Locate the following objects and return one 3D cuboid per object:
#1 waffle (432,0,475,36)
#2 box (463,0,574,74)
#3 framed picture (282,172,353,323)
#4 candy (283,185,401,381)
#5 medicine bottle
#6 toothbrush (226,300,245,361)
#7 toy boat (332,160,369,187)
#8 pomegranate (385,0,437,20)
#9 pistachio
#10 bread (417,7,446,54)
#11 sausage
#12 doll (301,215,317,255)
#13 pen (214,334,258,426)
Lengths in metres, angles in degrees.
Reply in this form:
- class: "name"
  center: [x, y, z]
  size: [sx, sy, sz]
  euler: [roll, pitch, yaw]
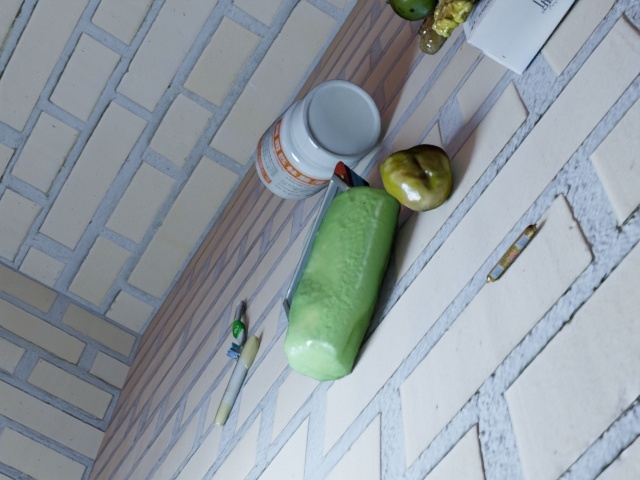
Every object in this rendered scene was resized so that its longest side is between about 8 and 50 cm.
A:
- class: "waffle"
  center: [0.241, -0.421, 1.565]
  size: [0.191, 0.038, 0.191]
  euler: [-59, 11, 18]
- class: "box"
  center: [0.345, -0.430, 1.531]
  size: [0.274, 0.116, 0.203]
  euler: [-56, 13, 25]
- class: "framed picture"
  center: [-0.009, 0.017, 1.847]
  size: [0.213, 0.016, 0.289]
  euler: [-119, 50, -78]
- class: "candy"
  center: [0.044, 0.065, 1.611]
  size: [0.142, 0.132, 0.344]
  euler: [3, 55, 27]
- class: "medicine bottle"
  center: [-0.012, -0.233, 2.286]
  size: [0.211, 0.211, 0.371]
  euler: [-64, 13, -18]
- class: "toothbrush"
  center: [-0.205, 0.226, 2.436]
  size: [0.042, 0.040, 0.418]
  euler: [-59, 8, 10]
- class: "toy boat"
  center: [0.043, -0.028, 1.908]
  size: [0.136, 0.079, 0.392]
  euler: [-54, 15, 37]
- class: "pomegranate"
  center: [0.241, -0.632, 2.378]
  size: [0.169, 0.148, 0.148]
  euler: [-47, 16, 23]
- class: "pistachio"
  center: [0.155, -0.110, 1.586]
  size: [0.189, 0.110, 0.100]
  euler: [-98, 15, -72]
- class: "bread"
  center: [0.254, -0.472, 2.125]
  size: [0.082, 0.060, 0.113]
  euler: [-52, 13, 44]
- class: "sausage"
  center: [0.236, 0.017, 1.184]
  size: [0.100, 0.015, 0.015]
  euler: [-55, 13, 24]
- class: "doll"
  center: [0.000, 0.000, 2.022]
  size: [0.103, 0.071, 0.214]
  euler: [-43, 27, 58]
- class: "pen"
  center: [-0.185, 0.314, 2.157]
  size: [0.040, 0.032, 0.234]
  euler: [-12, 46, 42]
